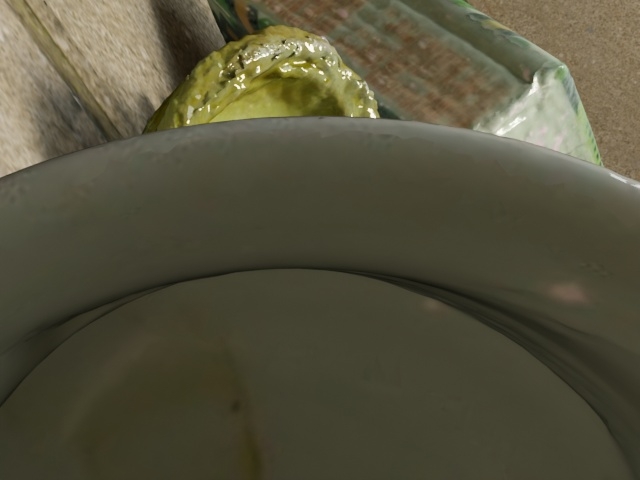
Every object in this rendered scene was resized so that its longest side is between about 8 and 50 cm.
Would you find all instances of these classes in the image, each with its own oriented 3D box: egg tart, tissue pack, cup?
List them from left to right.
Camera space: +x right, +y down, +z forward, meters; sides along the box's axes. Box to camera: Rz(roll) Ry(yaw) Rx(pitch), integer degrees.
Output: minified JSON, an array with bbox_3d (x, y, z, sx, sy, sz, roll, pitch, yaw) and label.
[{"bbox_3d":[-0.039,-0.029,0.898,0.078,0.197,0.197,15,-30,50],"label":"egg tart"},{"bbox_3d":[-0.011,0.131,0.417,0.347,0.347,0.163,59,-1,-13],"label":"cup"},{"bbox_3d":[0.066,-0.090,1.135,0.311,0.128,0.228,39,-15,40],"label":"tissue pack"}]

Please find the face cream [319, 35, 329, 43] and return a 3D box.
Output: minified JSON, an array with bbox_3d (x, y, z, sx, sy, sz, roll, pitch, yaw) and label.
[{"bbox_3d":[0.000,0.000,1.033,0.096,0.154,0.274,40,-10,40],"label":"face cream"}]
